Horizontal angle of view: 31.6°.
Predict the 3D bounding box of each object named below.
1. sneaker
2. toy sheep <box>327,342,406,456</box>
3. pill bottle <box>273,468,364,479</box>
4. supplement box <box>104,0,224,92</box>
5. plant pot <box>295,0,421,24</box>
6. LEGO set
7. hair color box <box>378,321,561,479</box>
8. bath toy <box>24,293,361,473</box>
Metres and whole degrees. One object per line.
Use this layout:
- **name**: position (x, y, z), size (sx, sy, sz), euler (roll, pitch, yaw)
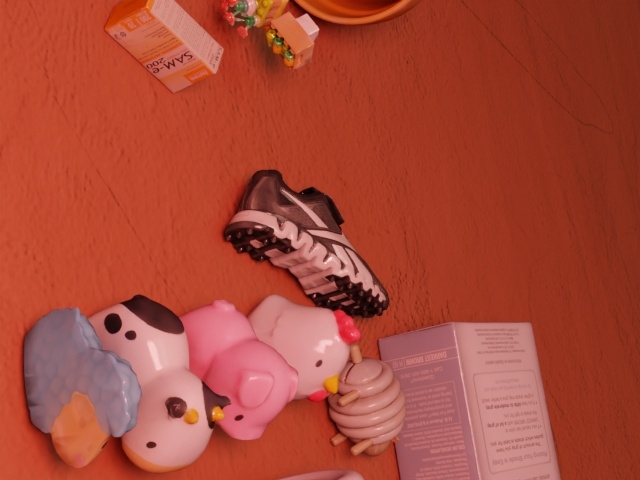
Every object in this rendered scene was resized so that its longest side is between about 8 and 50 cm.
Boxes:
- **sneaker**: position (0.000, 0.000, 1.200), size (0.234, 0.078, 0.106), euler (35, 53, -37)
- **toy sheep**: position (0.047, 0.169, 1.191), size (0.091, 0.091, 0.132), euler (-44, 130, -50)
- **pill bottle**: position (-0.005, 0.348, 0.997), size (0.153, 0.153, 0.264), euler (-9, 85, -53)
- **supplement box**: position (-0.150, -0.194, 1.095), size (0.098, 0.062, 0.036), euler (42, 46, -34)
- **plant pot**: position (0.067, -0.357, 1.346), size (0.188, 0.205, 0.205), euler (-22, 94, -68)
- **LEGO set**: position (-0.106, -0.302, 1.154), size (0.107, 0.132, 0.287), euler (-21, 100, -45)
- **hair color box**: position (0.189, 0.286, 1.304), size (0.185, 0.114, 0.374), euler (5, 72, -51)
- **bath toy**: position (-0.087, 0.114, 1.003), size (0.348, 0.129, 0.151), euler (-3, 78, -53)
